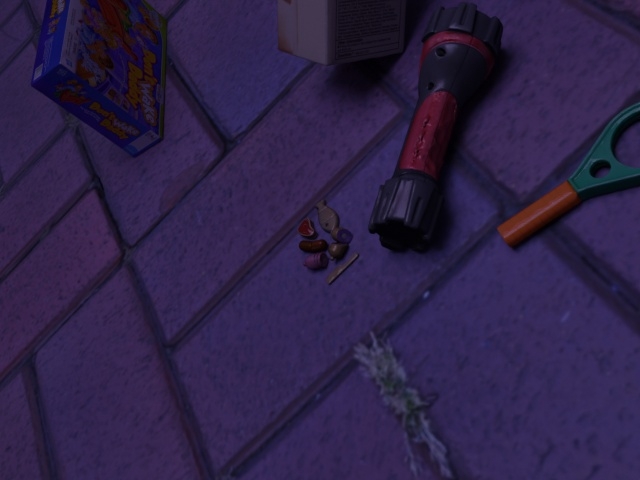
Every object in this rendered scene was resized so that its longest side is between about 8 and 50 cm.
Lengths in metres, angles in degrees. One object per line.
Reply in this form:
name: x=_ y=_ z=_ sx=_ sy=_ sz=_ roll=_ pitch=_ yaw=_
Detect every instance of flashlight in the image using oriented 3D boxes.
flashlight: x=0.142 y=-0.141 z=0.946 sx=0.103 sy=0.103 sz=0.304 roll=3 pitch=64 yaw=38

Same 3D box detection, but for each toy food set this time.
toy food set: x=0.000 y=0.000 z=1.030 sx=0.078 sy=0.019 sz=0.122 roll=-45 pitch=44 yaw=8

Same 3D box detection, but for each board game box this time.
board game box: x=-0.399 y=-0.357 z=1.441 sx=0.078 sy=0.233 sz=0.347 roll=-27 pitch=49 yaw=25

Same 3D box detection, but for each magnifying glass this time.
magnifying glass: x=0.292 y=-0.069 z=0.827 sx=0.231 sy=0.026 sz=0.092 roll=-37 pitch=46 yaw=16

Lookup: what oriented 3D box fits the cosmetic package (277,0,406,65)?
cosmetic package: x=0.029 y=-0.406 z=1.060 sx=0.129 sy=0.153 sz=0.296 roll=31 pitch=128 yaw=45
